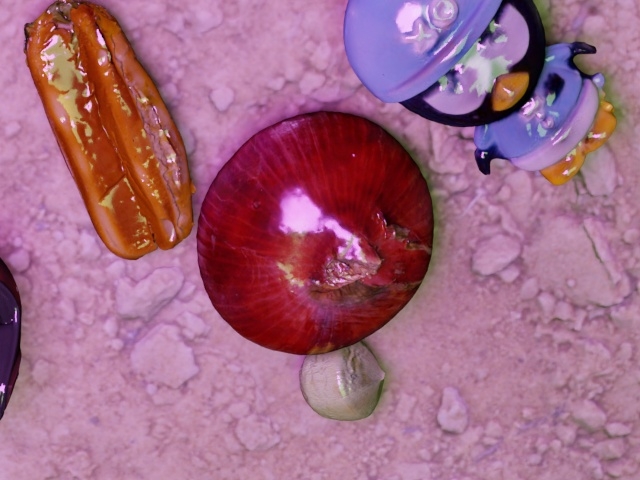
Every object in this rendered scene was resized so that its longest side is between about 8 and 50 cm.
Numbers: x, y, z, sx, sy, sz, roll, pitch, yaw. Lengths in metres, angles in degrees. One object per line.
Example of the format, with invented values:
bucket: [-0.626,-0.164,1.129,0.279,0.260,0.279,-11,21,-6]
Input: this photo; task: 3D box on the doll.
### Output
doll: [0.142,-0.175,1.535,0.314,0.141,0.177,36,102,-23]

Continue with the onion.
onion: [-0.005,-0.004,1.594,0.248,0.161,0.248,1,98,8]

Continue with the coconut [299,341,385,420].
coconut: [0.026,0.144,1.694,0.096,0.088,0.087,-7,118,29]

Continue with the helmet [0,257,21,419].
helmet: [-0.378,0.085,1.559,0.189,0.193,0.216,8,124,-13]

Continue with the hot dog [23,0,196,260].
hot dog: [-0.193,-0.105,1.554,0.115,0.072,0.269,-5,117,23]
